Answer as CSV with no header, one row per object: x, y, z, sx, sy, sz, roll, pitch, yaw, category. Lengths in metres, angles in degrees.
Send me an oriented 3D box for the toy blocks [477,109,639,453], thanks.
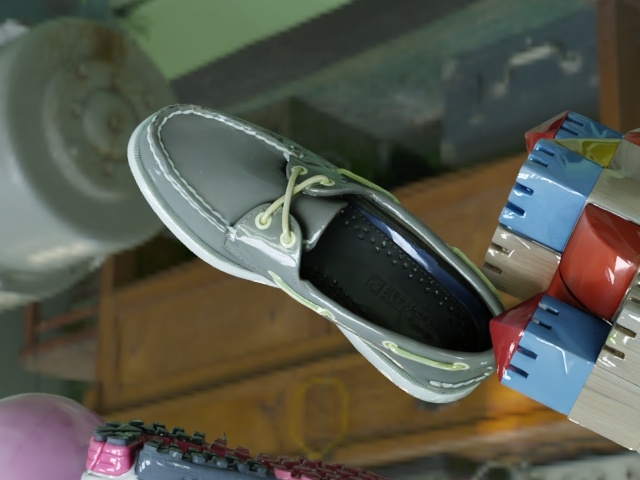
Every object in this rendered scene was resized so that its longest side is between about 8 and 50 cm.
0.235,0.015,1.104,0.261,0.381,0.191,26,127,9,toy blocks

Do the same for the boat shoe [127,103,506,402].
0.003,-0.004,1.112,0.305,0.109,0.091,36,158,0,boat shoe

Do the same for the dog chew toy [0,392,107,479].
-0.201,0.277,1.507,0.331,0.207,0.206,22,163,13,dog chew toy

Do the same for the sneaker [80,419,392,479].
-0.027,0.211,1.136,0.299,0.112,0.121,14,-177,-8,sneaker
